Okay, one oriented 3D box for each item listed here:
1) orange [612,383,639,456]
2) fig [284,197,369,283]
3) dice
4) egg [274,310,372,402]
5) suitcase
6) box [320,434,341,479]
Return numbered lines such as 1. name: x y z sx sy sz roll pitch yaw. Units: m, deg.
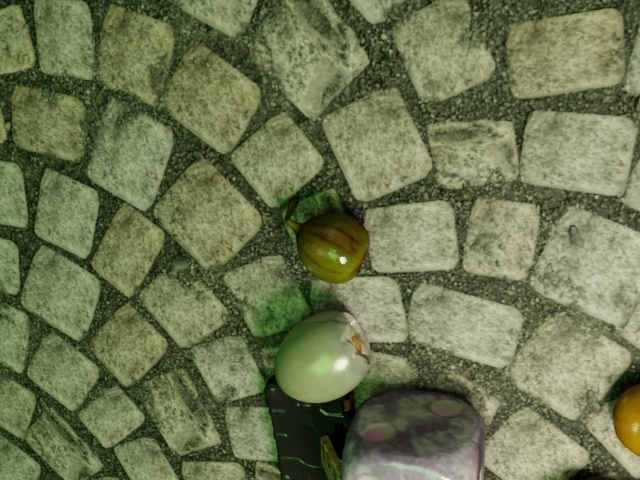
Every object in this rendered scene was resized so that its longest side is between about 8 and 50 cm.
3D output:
1. orange: 0.642 0.349 1.383 0.156 0.124 0.156 6 113 14
2. fig: 0.008 -0.001 1.460 0.186 0.148 0.142 27 161 -8
3. dice: 0.197 0.488 1.508 0.271 0.270 0.270 3 110 17
4. egg: -0.005 0.253 1.538 0.217 0.183 0.183 -28 99 17
5. suitcase: -0.014 0.447 1.682 0.206 0.066 0.286 -1 110 19
6. box: 0.027 0.495 1.575 0.020 0.149 0.073 -8 111 -13
